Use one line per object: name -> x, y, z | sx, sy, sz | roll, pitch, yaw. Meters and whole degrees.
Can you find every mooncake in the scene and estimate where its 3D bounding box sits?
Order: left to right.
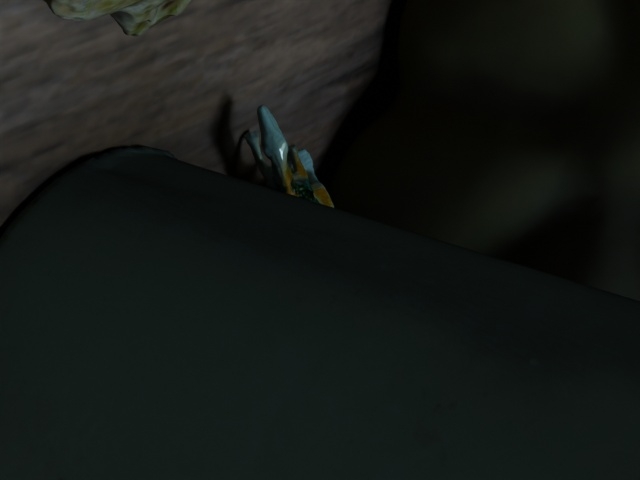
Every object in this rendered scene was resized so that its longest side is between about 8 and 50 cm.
mooncake -> 0.239, -0.034, 0.907 | 0.262, 0.467, 0.467 | 23, 88, -57

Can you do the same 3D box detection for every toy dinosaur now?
toy dinosaur -> -0.003, 0.002, 0.828 | 0.044, 0.106, 0.187 | -19, 105, -11

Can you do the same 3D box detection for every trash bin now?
trash bin -> 0.057, 0.135, 0.653 | 0.280, 0.432, 0.280 | -48, 150, -41

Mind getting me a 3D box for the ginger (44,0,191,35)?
ginger -> -0.045, -0.179, 0.611 | 0.333, 0.080, 0.166 | -33, 150, -49
